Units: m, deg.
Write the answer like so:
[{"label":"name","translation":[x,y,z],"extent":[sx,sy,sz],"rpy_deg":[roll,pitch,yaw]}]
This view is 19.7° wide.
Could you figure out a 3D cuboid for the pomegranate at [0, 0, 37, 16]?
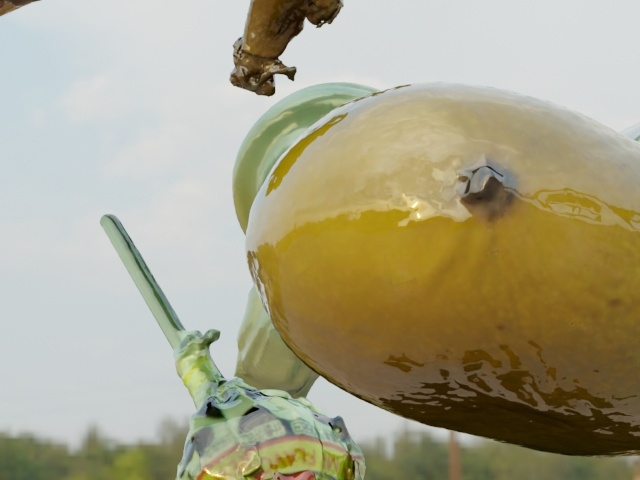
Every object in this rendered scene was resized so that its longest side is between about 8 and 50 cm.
[{"label":"pomegranate","translation":[-0.213,-0.215,1.030],"extent":[0.215,0.215,0.215],"rpy_deg":[-1,-13,0]}]

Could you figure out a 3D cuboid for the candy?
[{"label":"candy","translation":[-0.063,0.063,0.980],"extent":[0.091,0.083,0.305],"rpy_deg":[2,29,-26]}]

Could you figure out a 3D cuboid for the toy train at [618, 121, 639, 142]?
[{"label":"toy train","translation":[0.328,0.017,1.444],"extent":[0.179,0.272,0.442],"rpy_deg":[-22,0,-5]}]

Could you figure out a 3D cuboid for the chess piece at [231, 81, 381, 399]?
[{"label":"chess piece","translation":[0.000,0.000,1.373],"extent":[0.175,0.176,0.298],"rpy_deg":[-3,23,9]}]

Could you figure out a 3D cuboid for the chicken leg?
[{"label":"chicken leg","translation":[-0.014,-0.205,1.376],"extent":[0.085,0.208,0.101],"rpy_deg":[26,19,17]}]

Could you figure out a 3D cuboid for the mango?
[{"label":"mango","translation":[0.072,0.018,0.566],"extent":[0.137,0.091,0.237],"rpy_deg":[2,-12,39]}]
